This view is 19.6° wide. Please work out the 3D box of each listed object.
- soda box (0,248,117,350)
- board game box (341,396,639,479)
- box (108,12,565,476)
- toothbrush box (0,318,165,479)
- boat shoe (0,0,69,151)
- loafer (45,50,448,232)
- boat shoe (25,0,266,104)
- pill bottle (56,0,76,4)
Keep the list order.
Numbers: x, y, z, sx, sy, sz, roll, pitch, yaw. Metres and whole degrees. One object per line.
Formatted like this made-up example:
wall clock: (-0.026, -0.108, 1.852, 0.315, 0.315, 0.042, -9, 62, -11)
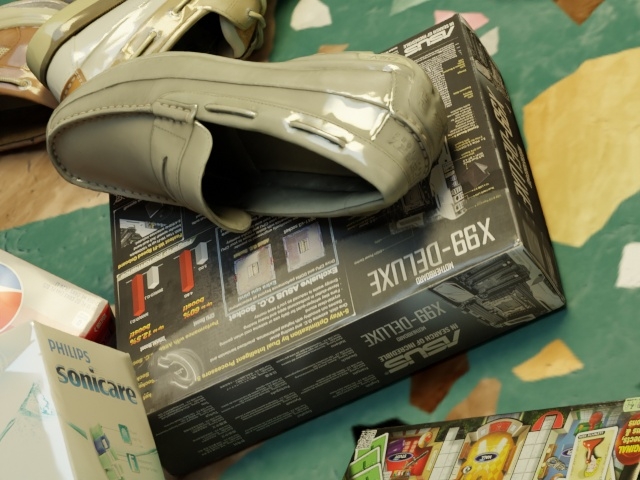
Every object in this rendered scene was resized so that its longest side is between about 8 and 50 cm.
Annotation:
soda box: (-0.276, 0.045, 1.364, 0.263, 0.083, 0.092, 24, 67, 19)
board game box: (0.091, 0.163, 1.075, 0.259, 0.030, 0.136, -15, 46, 50)
box: (0.000, 0.000, 1.306, 0.307, 0.076, 0.242, -26, 43, 15)
toothbrush box: (-0.195, 0.228, 1.122, 0.216, 0.126, 0.296, -24, 68, 16)
boat shoe: (-0.341, -0.118, 1.626, 0.324, 0.123, 0.116, -15, 48, 27)
loafer: (-0.068, -0.063, 1.267, 0.319, 0.112, 0.111, -3, 43, 34)
boat shoe: (-0.091, -0.193, 1.532, 0.302, 0.113, 0.103, -37, 70, -11)
pill bottle: (-0.167, -0.285, 1.647, 0.121, 0.121, 0.216, -6, 51, 32)
